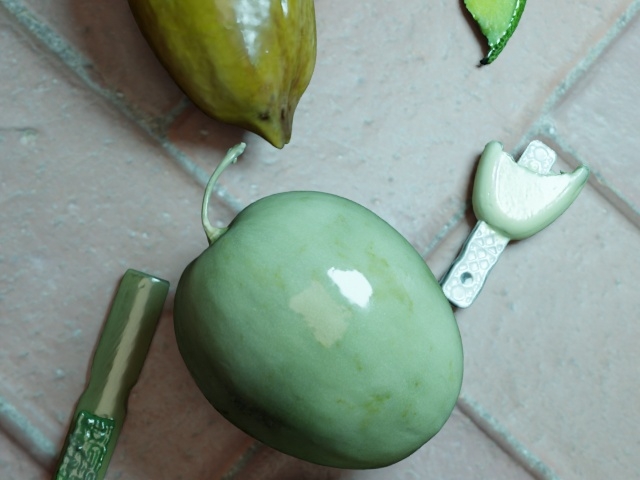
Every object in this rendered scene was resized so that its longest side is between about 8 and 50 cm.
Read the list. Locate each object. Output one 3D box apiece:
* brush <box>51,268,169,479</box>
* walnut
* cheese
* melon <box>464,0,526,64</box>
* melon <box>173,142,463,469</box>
[{"bbox_3d":[-0.232,0.169,0.870,0.054,0.048,0.282,19,78,-7],"label":"brush"},{"bbox_3d":[-0.102,-0.258,0.881,0.209,0.209,0.336,-23,92,-10],"label":"walnut"},{"bbox_3d":[0.215,-0.022,0.953,0.127,0.050,0.235,33,80,-4],"label":"cheese"},{"bbox_3d":[0.210,-0.347,1.007,0.114,0.053,0.261,-1,81,0],"label":"melon"},{"bbox_3d":[-0.002,0.088,0.806,0.308,0.272,0.271,22,79,5],"label":"melon"}]
